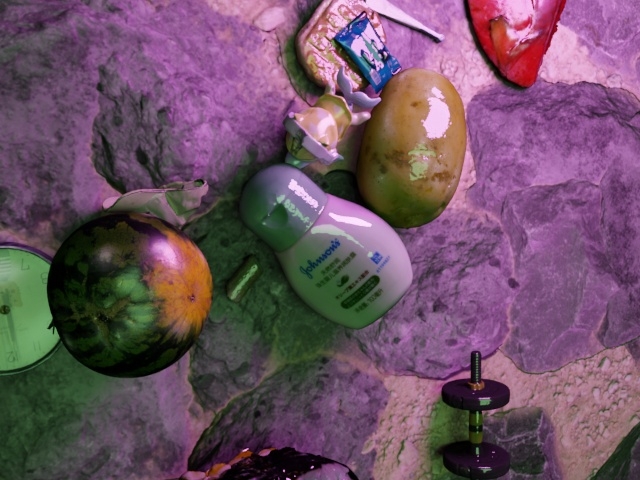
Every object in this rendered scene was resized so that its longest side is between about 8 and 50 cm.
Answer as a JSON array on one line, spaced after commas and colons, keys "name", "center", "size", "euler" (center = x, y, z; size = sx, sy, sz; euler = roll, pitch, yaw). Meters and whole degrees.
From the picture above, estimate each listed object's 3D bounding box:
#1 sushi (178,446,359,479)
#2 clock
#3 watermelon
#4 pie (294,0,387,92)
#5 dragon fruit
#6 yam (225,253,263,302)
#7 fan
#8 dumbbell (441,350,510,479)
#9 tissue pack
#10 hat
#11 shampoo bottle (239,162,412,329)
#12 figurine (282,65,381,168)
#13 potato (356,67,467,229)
[{"name": "sushi", "center": [-0.107, 0.520, 1.153], "size": [0.329, 0.285, 0.328], "euler": [-23, 108, -40]}, {"name": "clock", "center": [-0.526, 0.114, 1.066], "size": [0.226, 0.049, 0.226], "euler": [-1, 93, -21]}, {"name": "watermelon", "center": [-0.304, 0.083, 1.042], "size": [0.269, 0.269, 0.269], "euler": [-1, 94, -21]}, {"name": "pie", "center": [0.046, -0.380, 1.260], "size": [0.195, 0.046, 0.195], "euler": [-1, 93, -20]}, {"name": "dragon fruit", "center": [0.436, -0.530, 1.381], "size": [0.282, 0.100, 0.343], "euler": [24, 84, -17]}, {"name": "yam", "center": [-0.144, 0.073, 1.217], "size": [0.043, 0.043, 0.094], "euler": [44, 79, -18]}, {"name": "fan", "center": [0.174, -0.454, 1.322], "size": [0.193, 0.016, 0.038], "euler": [21, 88, -20]}, {"name": "dumbbell", "center": [0.331, 0.397, 1.370], "size": [0.143, 0.143, 0.325], "euler": [-4, 95, -21]}, {"name": "tissue pack", "center": [0.098, -0.365, 1.245], "size": [0.085, 0.028, 0.138], "euler": [-45, 106, -14]}, {"name": "hat", "center": [-0.285, -0.060, 1.110], "size": [0.166, 0.122, 0.081], "euler": [-6, 87, -43]}, {"name": "shampoo bottle", "center": [0.000, 0.000, 1.202], "size": [0.222, 0.151, 0.349], "euler": [-41, 109, 19]}, {"name": "figurine", "center": [0.007, -0.213, 1.187], "size": [0.128, 0.184, 0.208], "euler": [41, 105, 1]}, {"name": "potato", "center": [0.179, -0.175, 1.242], "size": [0.216, 0.216, 0.304], "euler": [21, 89, -21]}]
